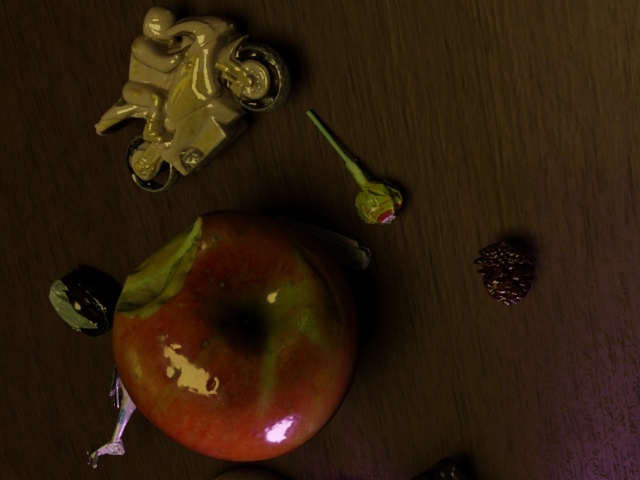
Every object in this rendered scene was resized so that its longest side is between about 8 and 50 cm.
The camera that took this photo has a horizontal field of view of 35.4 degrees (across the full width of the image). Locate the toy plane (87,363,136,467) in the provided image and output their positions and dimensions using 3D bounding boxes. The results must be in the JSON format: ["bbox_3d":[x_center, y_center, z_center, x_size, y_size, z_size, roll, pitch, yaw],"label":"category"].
[{"bbox_3d":[-0.308,0.257,1.659,0.107,0.182,0.273,17,88,-11],"label":"toy plane"}]

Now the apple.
[{"bbox_3d":[-0.116,0.134,1.369,0.339,0.339,0.339,13,117,28],"label":"apple"}]

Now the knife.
[{"bbox_3d":[0.000,0.000,1.429,0.162,0.023,0.044,22,123,24],"label":"knife"}]

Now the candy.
[{"bbox_3d":[0.040,-0.102,1.350,0.194,0.062,0.058,54,173,13],"label":"candy"}]

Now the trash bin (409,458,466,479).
[{"bbox_3d":[0.164,0.494,1.409,0.277,0.217,0.262,-41,86,-3],"label":"trash bin"}]

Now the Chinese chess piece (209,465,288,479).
[{"bbox_3d":[-0.109,0.504,1.670,0.257,0.104,0.257,14,118,27],"label":"Chinese chess piece"}]

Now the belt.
[{"bbox_3d":[-0.397,0.104,1.715,0.140,0.058,0.105,27,128,17],"label":"belt"}]

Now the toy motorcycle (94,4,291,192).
[{"bbox_3d":[-0.197,-0.213,1.414,0.340,0.108,0.223,-35,89,37],"label":"toy motorcycle"}]

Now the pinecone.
[{"bbox_3d":[0.235,0.040,1.262,0.077,0.077,0.083,-5,111,35],"label":"pinecone"}]
